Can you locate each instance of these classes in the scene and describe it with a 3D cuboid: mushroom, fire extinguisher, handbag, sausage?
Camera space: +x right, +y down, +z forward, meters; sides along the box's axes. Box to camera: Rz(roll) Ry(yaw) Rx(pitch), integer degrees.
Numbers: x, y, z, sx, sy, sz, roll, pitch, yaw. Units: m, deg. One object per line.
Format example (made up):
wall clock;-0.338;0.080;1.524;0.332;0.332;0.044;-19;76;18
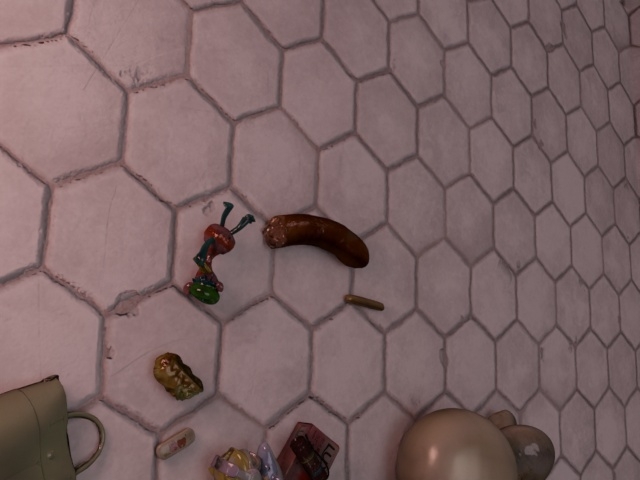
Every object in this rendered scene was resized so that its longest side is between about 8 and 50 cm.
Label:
mushroom;0.537;0.599;1.803;0.243;0.243;0.244;7;79;-40
fire extinguisher;-0.019;0.480;1.349;0.056;0.039;0.132;-38;107;-28
handbag;-0.482;0.354;1.009;0.315;0.109;0.241;-7;91;-67
sausage;0.002;-0.005;1.493;0.302;0.076;0.103;14;82;-38
sausage;0.113;0.158;1.598;0.132;0.024;0.024;19;71;-39

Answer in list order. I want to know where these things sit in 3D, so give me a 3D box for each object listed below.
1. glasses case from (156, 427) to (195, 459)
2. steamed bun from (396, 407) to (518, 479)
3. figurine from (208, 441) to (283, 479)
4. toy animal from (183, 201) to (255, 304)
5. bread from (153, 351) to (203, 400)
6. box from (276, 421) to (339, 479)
glasses case;-0.281;0.395;1.221;0.083;0.021;0.032;-24;100;-40
steamed bun;0.351;0.587;1.580;0.324;0.206;0.324;5;77;-23
figurine;-0.151;0.504;1.253;0.184;0.128;0.209;38;65;-28
toy animal;-0.213;0.023;1.286;0.208;0.100;0.103;-63;162;-14
bread;-0.279;0.265;1.219;0.110;0.060;0.066;55;38;-22
box;-0.035;0.495;1.396;0.111;0.060;0.156;49;56;-26
